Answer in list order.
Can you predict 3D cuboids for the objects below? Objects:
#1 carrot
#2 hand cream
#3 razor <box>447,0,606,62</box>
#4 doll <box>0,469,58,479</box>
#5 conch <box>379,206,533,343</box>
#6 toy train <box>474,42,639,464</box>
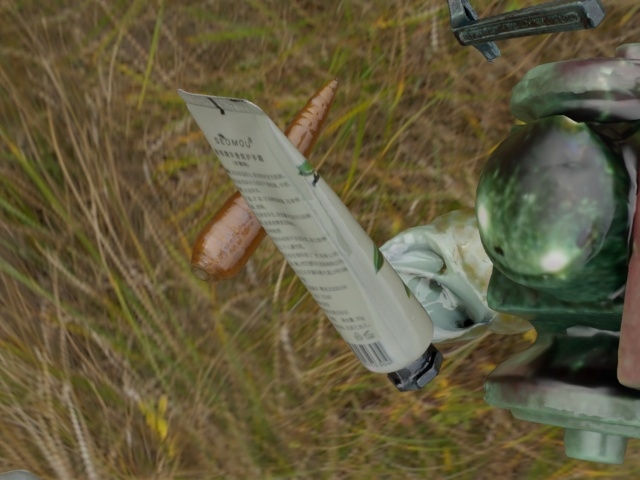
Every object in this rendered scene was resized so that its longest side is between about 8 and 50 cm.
[{"bbox_3d":[-0.040,-0.053,1.352,0.048,0.048,0.216,34,70,0],"label":"carrot"},{"bbox_3d":[0.000,0.000,0.938,0.050,0.080,0.234,-49,123,-20],"label":"hand cream"},{"bbox_3d":[0.122,-0.134,0.999,0.033,0.190,0.066,-38,106,-13],"label":"razor"},{"bbox_3d":[-0.227,0.215,1.192,0.102,0.227,0.075,-43,76,-7],"label":"doll"},{"bbox_3d":[0.127,0.031,1.360,0.173,0.106,0.116,-22,63,2],"label":"conch"},{"bbox_3d":[0.198,0.014,0.567,0.304,0.221,0.150,14,80,-47],"label":"toy train"}]
